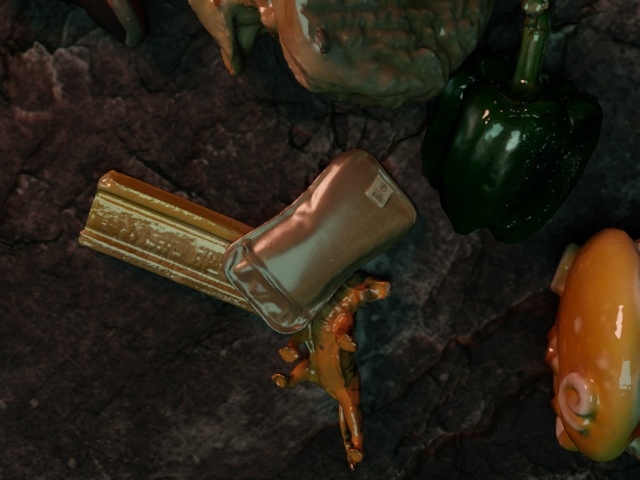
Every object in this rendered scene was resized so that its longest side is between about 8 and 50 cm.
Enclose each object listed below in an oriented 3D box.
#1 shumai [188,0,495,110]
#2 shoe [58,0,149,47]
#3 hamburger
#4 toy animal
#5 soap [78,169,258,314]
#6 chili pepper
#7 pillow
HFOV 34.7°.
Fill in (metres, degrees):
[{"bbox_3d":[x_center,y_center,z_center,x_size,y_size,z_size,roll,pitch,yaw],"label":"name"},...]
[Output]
[{"bbox_3d":[0.010,-0.260,1.011,0.262,0.314,0.267,2,121,51],"label":"shumai"},{"bbox_3d":[-0.299,-0.292,1.030,0.137,0.114,0.291,-43,103,12],"label":"shoe"},{"bbox_3d":[0.341,0.125,1.124,0.186,0.261,0.302,-1,154,9],"label":"hamburger"},{"bbox_3d":[0.019,0.165,1.233,0.114,0.116,0.255,11,121,23],"label":"toy animal"},{"bbox_3d":[-0.149,0.007,1.193,0.252,0.037,0.092,23,111,-7],"label":"soap"},{"bbox_3d":[0.203,-0.129,1.047,0.165,0.174,0.261,18,118,-10],"label":"chili pepper"},{"bbox_3d":[0.000,0.000,1.160,0.217,0.033,0.130,-42,101,-1],"label":"pillow"}]
